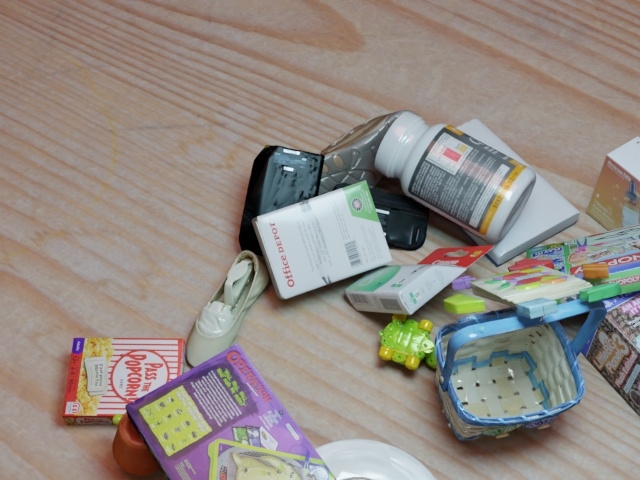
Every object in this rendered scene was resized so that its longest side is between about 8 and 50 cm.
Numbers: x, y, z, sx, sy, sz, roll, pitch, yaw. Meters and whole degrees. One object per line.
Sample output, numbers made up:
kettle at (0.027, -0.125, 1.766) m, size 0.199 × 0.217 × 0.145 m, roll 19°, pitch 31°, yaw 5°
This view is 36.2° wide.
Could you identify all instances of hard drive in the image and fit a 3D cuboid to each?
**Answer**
hard drive at (0.338, -0.106, 1.990) m, size 0.210 × 0.040 × 0.319 m, roll -27°, pitch 56°, yaw -21°

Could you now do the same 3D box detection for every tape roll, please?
tape roll at (0.055, 0.450, 1.488) m, size 0.286 × 0.100 × 0.286 m, roll 1°, pitch 51°, yaw -1°

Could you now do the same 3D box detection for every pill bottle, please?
pill bottle at (0.253, -0.125, 1.860) m, size 0.278 × 0.162 × 0.162 m, roll 32°, pitch 56°, yaw 16°

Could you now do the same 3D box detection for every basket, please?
basket at (0.312, 0.196, 1.580) m, size 0.254 × 0.289 × 0.201 m, roll -11°, pitch 53°, yaw -11°

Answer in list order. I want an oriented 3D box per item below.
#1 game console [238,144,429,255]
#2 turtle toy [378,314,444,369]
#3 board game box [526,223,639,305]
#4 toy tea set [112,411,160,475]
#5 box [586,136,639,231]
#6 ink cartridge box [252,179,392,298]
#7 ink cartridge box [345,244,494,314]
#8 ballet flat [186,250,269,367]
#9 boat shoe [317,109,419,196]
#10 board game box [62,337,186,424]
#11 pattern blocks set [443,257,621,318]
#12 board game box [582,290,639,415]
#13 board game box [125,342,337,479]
game console at (0.033, -0.048, 1.888) m, size 0.361 × 0.044 × 0.213 m, roll 12°, pitch 84°, yaw -9°
turtle toy at (0.164, 0.186, 1.728) m, size 0.130 × 0.066 × 0.095 m, roll 20°, pitch 70°, yaw 11°
board game box at (0.528, 0.036, 1.742) m, size 0.317 × 0.046 × 0.213 m, roll -14°, pitch 15°, yaw 15°
toy tea set at (-0.215, 0.394, 1.530) m, size 0.200 × 0.124 × 0.336 m, roll -5°, pitch 56°, yaw -14°
box at (0.610, -0.089, 1.900) m, size 0.091 × 0.170 × 0.130 m, roll -28°, pitch 56°, yaw -22°
ink cartridge box at (0.000, 0.000, 1.807) m, size 0.219 × 0.092 × 0.160 m, roll -18°, pitch 92°, yaw -11°
ink cartridge box at (0.179, 0.052, 1.782) m, size 0.224 × 0.056 × 0.181 m, roll -37°, pitch 16°, yaw -25°
ballet flat at (-0.172, 0.116, 1.768) m, size 0.086 × 0.086 × 0.248 m, roll 19°, pitch 53°, yaw 14°
boat shoe at (0.063, -0.158, 1.994) m, size 0.324 × 0.123 × 0.116 m, roll -31°, pitch 23°, yaw -13°
board game box at (-0.332, 0.240, 1.676) m, size 0.193 × 0.045 × 0.147 m, roll 0°, pitch 58°, yaw -1°
pattern blocks set at (0.335, 0.071, 1.585) m, size 0.285 × 0.026 × 0.325 m, roll -14°, pitch 9°, yaw -24°
board game box at (0.633, 0.200, 1.681) m, size 0.232 × 0.141 × 0.291 m, roll -24°, pitch 55°, yaw -20°
board game box at (-0.118, 0.337, 1.466) m, size 0.208 × 0.056 × 0.347 m, roll -29°, pitch 62°, yaw -19°
